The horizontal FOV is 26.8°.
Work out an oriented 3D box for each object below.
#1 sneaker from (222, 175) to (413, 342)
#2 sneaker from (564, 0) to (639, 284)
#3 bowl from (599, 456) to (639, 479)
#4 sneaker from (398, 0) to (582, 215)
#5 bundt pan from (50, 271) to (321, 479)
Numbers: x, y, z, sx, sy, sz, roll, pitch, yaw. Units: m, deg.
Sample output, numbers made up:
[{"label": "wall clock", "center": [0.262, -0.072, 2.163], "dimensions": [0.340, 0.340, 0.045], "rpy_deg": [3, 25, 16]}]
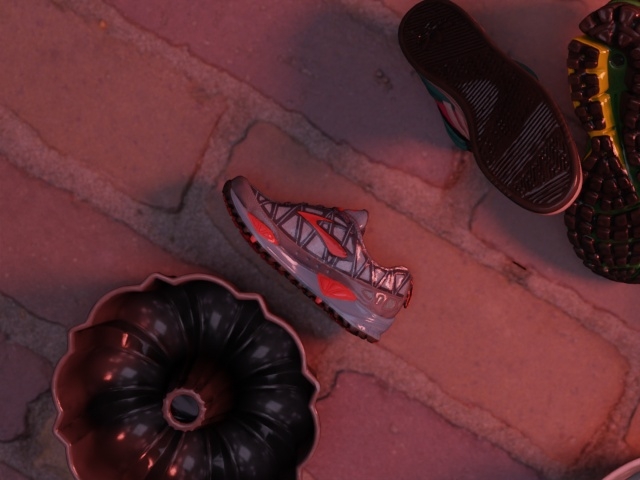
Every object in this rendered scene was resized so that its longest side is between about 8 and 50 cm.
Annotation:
[{"label": "sneaker", "center": [0.000, 0.000, 1.609], "dimensions": [0.262, 0.104, 0.125], "rpy_deg": [41, 84, -3]}, {"label": "sneaker", "center": [0.358, -0.108, 1.508], "dimensions": [0.134, 0.146, 0.343], "rpy_deg": [9, 117, 26]}, {"label": "bowl", "center": [0.424, 0.366, 1.546], "dimensions": [0.312, 0.163, 0.311], "rpy_deg": [1, 99, 8]}, {"label": "sneaker", "center": [0.207, -0.127, 1.503], "dimensions": [0.124, 0.178, 0.295], "rpy_deg": [-38, 62, 12]}, {"label": "bundt pan", "center": [-0.151, 0.189, 1.631], "dimensions": [0.331, 0.124, 0.330], "rpy_deg": [1, 99, 9]}]
